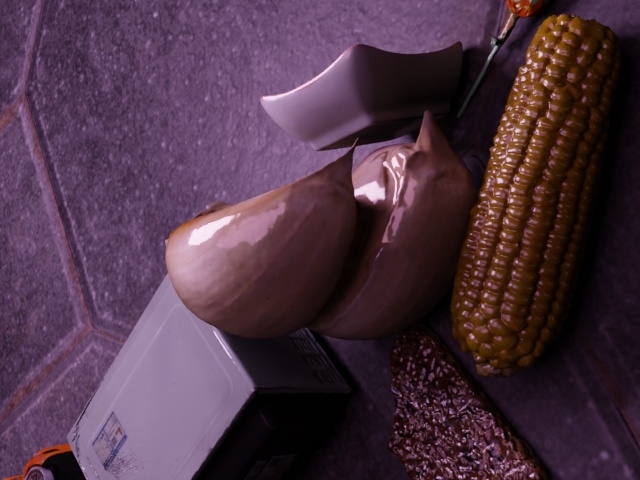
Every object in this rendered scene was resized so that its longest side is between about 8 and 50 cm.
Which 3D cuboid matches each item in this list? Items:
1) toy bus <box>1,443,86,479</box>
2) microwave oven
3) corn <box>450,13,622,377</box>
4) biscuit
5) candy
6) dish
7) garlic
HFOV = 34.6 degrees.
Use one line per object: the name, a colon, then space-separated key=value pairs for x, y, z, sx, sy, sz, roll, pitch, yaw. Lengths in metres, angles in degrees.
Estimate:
toy bus: x=-0.396 y=0.443 z=1.478 sx=0.153 sy=0.143 sz=0.329 roll=15 pitch=95 yaw=44
microwave oven: x=-0.135 y=0.211 z=1.242 sx=0.295 sy=0.181 sz=0.237 roll=-55 pitch=52 yaw=22
corn: x=0.209 y=-0.042 z=1.005 sx=0.120 sy=0.120 sz=0.363 roll=12 pitch=89 yaw=44
biscuit: x=0.131 y=0.206 z=1.095 sx=0.131 sy=0.026 sz=0.237 roll=-54 pitch=52 yaw=21
candy: x=0.191 y=-0.212 z=1.111 sx=0.185 sy=0.049 sz=0.056 roll=-62 pitch=18 yaw=25
dish: x=0.057 y=-0.150 z=1.113 sx=0.151 sy=0.212 sz=0.077 roll=-23 pitch=85 yaw=39
garlic: x=0.000 y=0.000 z=1.097 sx=0.313 sy=0.286 sz=0.250 roll=-10 pitch=56 yaw=52
